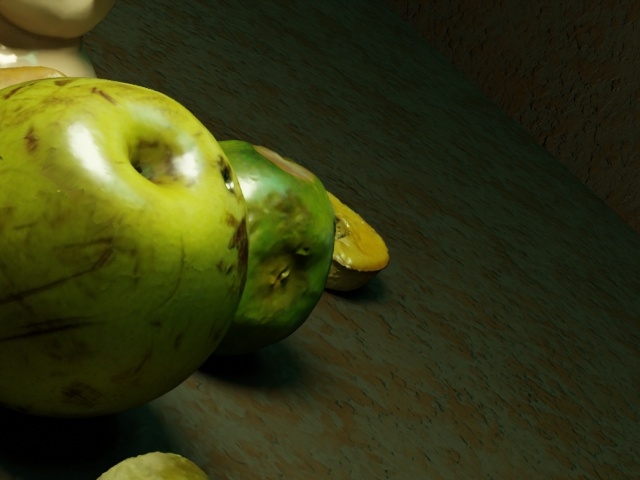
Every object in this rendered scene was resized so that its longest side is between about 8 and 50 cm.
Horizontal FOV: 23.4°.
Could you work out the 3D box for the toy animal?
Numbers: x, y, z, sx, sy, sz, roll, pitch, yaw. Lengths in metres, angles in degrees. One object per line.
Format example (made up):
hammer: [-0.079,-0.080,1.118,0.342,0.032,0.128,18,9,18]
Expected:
toy animal: [-0.311,-0.259,1.556,0.277,0.247,0.345,9,60,-55]

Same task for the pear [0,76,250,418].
pear: [-0.189,0.000,1.185,0.284,0.283,0.283,30,18,-11]

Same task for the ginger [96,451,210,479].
ginger: [-0.079,0.243,1.017,0.109,0.116,0.263,-22,50,-18]

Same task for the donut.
donut: [0.000,0.000,1.850,0.178,0.065,0.162,10,34,-54]

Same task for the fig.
fig: [-0.116,-0.008,1.517,0.206,0.206,0.275,16,5,-42]

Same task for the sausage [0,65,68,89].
sausage: [-0.322,-0.080,1.296,0.270,0.109,0.109,-23,54,-36]
